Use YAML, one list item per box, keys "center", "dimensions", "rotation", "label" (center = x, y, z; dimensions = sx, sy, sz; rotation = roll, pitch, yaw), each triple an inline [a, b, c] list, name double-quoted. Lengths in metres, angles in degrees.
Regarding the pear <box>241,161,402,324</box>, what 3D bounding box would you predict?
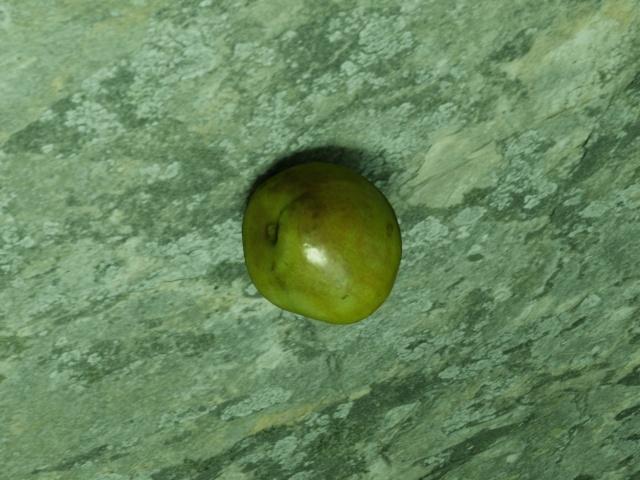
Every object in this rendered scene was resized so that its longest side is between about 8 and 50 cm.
- center: [0.000, 0.000, 1.865]
  dimensions: [0.200, 0.200, 0.200]
  rotation: [-18, 150, -11]
  label: "pear"
